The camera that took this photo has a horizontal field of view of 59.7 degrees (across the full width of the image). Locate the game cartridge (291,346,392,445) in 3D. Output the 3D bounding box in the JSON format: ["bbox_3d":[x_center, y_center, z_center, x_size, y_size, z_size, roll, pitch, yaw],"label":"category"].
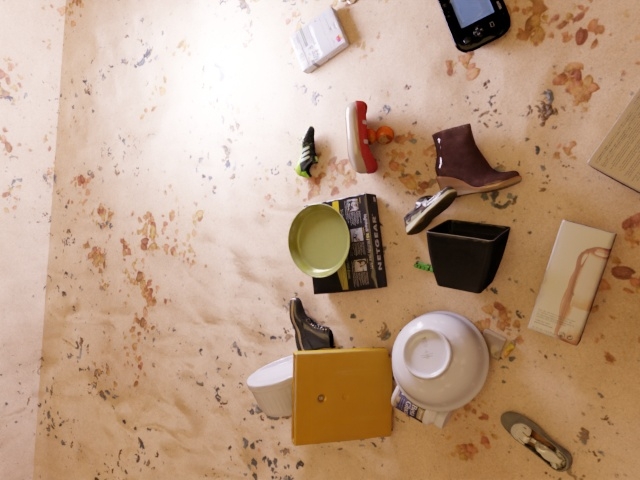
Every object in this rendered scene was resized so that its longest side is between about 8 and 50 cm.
[{"bbox_3d":[0.070,0.483,1.748,0.052,0.323,0.286,-176,87,-72],"label":"game cartridge"}]

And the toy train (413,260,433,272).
[{"bbox_3d":[0.328,0.083,1.728,0.083,0.017,0.024,17,89,31],"label":"toy train"}]

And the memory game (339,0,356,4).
[{"bbox_3d":[0.110,-0.884,1.859,0.186,0.012,0.186,0,91,32],"label":"memory game"}]

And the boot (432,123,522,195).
[{"bbox_3d":[0.442,-0.237,1.609,0.248,0.090,0.207,-8,90,36],"label":"boot"}]

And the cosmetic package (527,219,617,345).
[{"bbox_3d":[0.655,0.104,1.449,0.129,0.153,0.296,19,101,29],"label":"cosmetic package"}]

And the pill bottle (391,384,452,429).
[{"bbox_3d":[0.309,0.501,1.696,0.169,0.094,0.094,23,102,30],"label":"pill bottle"}]

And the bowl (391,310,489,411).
[{"bbox_3d":[0.326,0.337,1.613,0.297,0.134,0.298,-10,67,25],"label":"bowl"}]

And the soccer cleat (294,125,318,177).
[{"bbox_3d":[-0.037,-0.305,1.933,0.072,0.060,0.179,21,108,20],"label":"soccer cleat"}]

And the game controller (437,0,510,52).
[{"bbox_3d":[0.431,-0.713,1.629,0.166,0.067,0.319,-24,79,30],"label":"game controller"}]

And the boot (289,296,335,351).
[{"bbox_3d":[-0.025,0.285,1.924,0.137,0.077,0.198,-10,98,27],"label":"boot"}]

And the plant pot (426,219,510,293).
[{"bbox_3d":[0.417,0.046,1.588,0.187,0.188,0.167,10,109,31],"label":"plant pot"}]

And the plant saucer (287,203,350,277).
[{"bbox_3d":[0.000,0.000,1.822,0.240,0.037,0.241,1,91,33],"label":"plant saucer"}]

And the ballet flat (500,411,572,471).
[{"bbox_3d":[0.591,0.552,1.538,0.213,0.068,0.072,34,107,27],"label":"ballet flat"}]

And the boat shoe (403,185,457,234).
[{"bbox_3d":[0.318,-0.100,1.672,0.223,0.080,0.073,-51,56,47],"label":"boat shoe"}]

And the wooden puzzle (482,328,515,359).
[{"bbox_3d":[0.500,0.303,1.626,0.116,0.014,0.079,32,102,27],"label":"wooden puzzle"}]

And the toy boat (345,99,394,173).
[{"bbox_3d":[0.159,-0.329,1.776,0.151,0.151,0.231,-4,88,3],"label":"toy boat"}]

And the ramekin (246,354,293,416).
[{"bbox_3d":[-0.100,0.481,1.861,0.272,0.273,0.127,-16,95,31],"label":"ramekin"}]

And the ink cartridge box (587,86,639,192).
[{"bbox_3d":[0.818,-0.241,1.380,0.193,0.088,0.235,38,109,24],"label":"ink cartridge box"}]

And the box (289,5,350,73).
[{"bbox_3d":[-0.005,-0.686,1.916,0.186,0.038,0.145,-28,77,30],"label":"box"}]

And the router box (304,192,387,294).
[{"bbox_3d":[0.080,0.015,1.843,0.242,0.081,0.309,-8,86,32],"label":"router box"}]
